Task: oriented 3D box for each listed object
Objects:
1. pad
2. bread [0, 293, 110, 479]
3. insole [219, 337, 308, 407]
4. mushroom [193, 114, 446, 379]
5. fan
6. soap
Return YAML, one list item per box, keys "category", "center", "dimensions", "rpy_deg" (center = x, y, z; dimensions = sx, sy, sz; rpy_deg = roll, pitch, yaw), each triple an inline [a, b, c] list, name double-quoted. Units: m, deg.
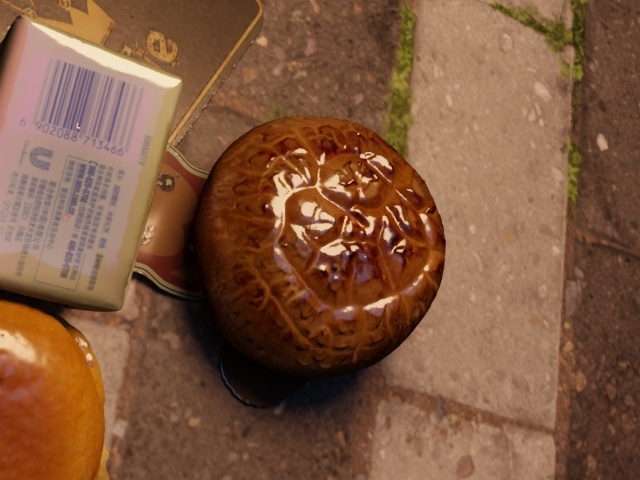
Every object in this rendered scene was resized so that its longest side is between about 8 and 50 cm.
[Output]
- category: "pad"
  center: [-0.182, -0.168, 1.026]
  dimensions: [0.315, 0.063, 0.375]
  rpy_deg: [39, 60, -15]
- category: "bread"
  center: [-0.343, 0.152, 0.760]
  dimensions: [0.389, 0.183, 0.236]
  rpy_deg: [-16, 86, -33]
- category: "insole"
  center: [0.008, 0.037, 1.109]
  dimensions: [0.111, 0.007, 0.328]
  rpy_deg: [49, 57, -10]
- category: "mushroom"
  center: [0.000, 0.000, 1.025]
  dimensions: [0.253, 0.153, 0.253]
  rpy_deg: [6, 73, -21]
- category: "fan"
  center: [-0.169, -0.037, 1.008]
  dimensions: [0.220, 0.009, 0.132]
  rpy_deg: [31, 66, -26]
- category: "soap"
  center: [-0.214, -0.053, 0.873]
  dimensions: [0.138, 0.182, 0.199]
  rpy_deg: [17, 84, -23]
